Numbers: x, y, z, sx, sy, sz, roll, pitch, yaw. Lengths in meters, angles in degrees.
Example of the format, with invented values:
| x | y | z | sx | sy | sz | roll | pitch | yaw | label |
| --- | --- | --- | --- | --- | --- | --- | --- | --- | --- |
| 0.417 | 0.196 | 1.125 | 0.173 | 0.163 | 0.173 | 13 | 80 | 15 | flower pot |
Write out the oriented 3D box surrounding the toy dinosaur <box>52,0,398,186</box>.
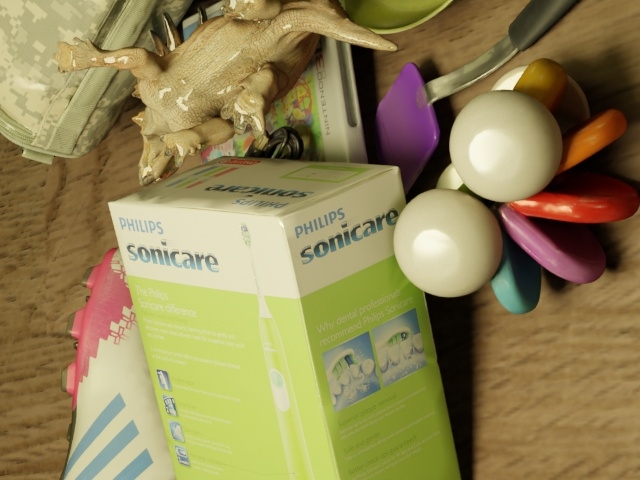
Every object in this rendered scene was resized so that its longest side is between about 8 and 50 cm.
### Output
| x | y | z | sx | sy | sz | roll | pitch | yaw | label |
| --- | --- | --- | --- | --- | --- | --- | --- | --- | --- |
| -0.066 | -0.142 | 1.502 | 0.295 | 0.200 | 0.127 | -23 | 93 | 27 | toy dinosaur |

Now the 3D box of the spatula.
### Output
| x | y | z | sx | sy | sz | roll | pitch | yaw | label |
| --- | --- | --- | --- | --- | --- | --- | --- | --- | --- |
| 0.124 | -0.137 | 1.423 | 0.296 | 0.030 | 0.084 | -42 | 53 | 38 | spatula |

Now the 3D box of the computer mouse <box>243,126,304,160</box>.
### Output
| x | y | z | sx | sy | sz | roll | pitch | yaw | label |
| --- | --- | --- | --- | --- | --- | --- | --- | --- | --- |
| 0.000 | 0.000 | 1.493 | 0.193 | 0.042 | 0.106 | 45 | 115 | 27 | computer mouse |

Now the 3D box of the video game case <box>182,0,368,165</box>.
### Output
| x | y | z | sx | sy | sz | roll | pitch | yaw | label |
| --- | --- | --- | --- | --- | --- | --- | --- | --- | --- |
| -0.041 | -0.116 | 1.585 | 0.212 | 0.023 | 0.193 | -17 | 79 | 54 | video game case |

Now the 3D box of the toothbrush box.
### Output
| x | y | z | sx | sy | sz | roll | pitch | yaw | label |
| --- | --- | --- | --- | --- | --- | --- | --- | --- | --- |
| -0.023 | 0.091 | 1.417 | 0.206 | 0.122 | 0.283 | 5 | 114 | 50 | toothbrush box |

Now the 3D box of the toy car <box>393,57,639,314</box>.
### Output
| x | y | z | sx | sy | sz | roll | pitch | yaw | label |
| --- | --- | --- | --- | --- | --- | --- | --- | --- | --- |
| 0.145 | -0.027 | 1.319 | 0.136 | 0.159 | 0.182 | 33 | 114 | 7 | toy car |

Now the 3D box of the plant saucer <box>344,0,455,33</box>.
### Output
| x | y | z | sx | sy | sz | roll | pitch | yaw | label |
| --- | --- | --- | --- | --- | --- | --- | --- | --- | --- |
| 0.075 | -0.278 | 1.496 | 0.241 | 0.037 | 0.241 | -10 | 77 | 48 | plant saucer |

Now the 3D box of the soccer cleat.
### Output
| x | y | z | sx | sy | sz | roll | pitch | yaw | label |
| --- | --- | --- | --- | --- | --- | --- | --- | --- | --- |
| -0.158 | 0.166 | 1.665 | 0.116 | 0.143 | 0.331 | 88 | -171 | -65 | soccer cleat |

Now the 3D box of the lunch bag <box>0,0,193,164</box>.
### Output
| x | y | z | sx | sy | sz | roll | pitch | yaw | label |
| --- | --- | --- | --- | --- | --- | --- | --- | --- | --- |
| -0.204 | -0.251 | 1.670 | 0.305 | 0.212 | 0.256 | -54 | 44 | 28 | lunch bag |
